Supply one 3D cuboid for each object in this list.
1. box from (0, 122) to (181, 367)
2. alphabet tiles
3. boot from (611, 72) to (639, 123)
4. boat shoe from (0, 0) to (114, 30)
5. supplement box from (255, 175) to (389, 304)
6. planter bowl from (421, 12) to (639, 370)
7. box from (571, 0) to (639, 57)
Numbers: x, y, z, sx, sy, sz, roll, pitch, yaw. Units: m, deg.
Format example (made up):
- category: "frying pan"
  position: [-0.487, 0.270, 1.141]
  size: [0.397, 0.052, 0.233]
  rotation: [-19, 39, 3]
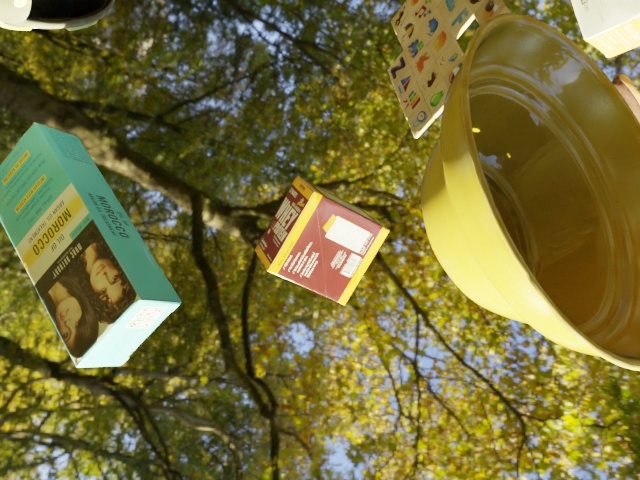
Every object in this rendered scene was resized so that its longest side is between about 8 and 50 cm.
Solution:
- category: "box"
  position: [-0.246, 0.002, 0.665]
  size: [0.100, 0.060, 0.244]
  rotation: [-45, -115, 15]
- category: "alphabet tiles"
  position: [0.163, -0.288, 0.920]
  size: [0.198, 0.009, 0.237]
  rotation: [-49, -141, 36]
- category: "boot"
  position: [0.658, -0.243, 1.534]
  size: [0.207, 0.248, 0.090]
  rotation: [-25, -151, 17]
- category: "boat shoe"
  position: [-0.284, -0.241, 0.573]
  size: [0.305, 0.091, 0.109]
  rotation: [-54, 149, -74]
- category: "supplement box"
  position: [0.000, 0.000, 1.395]
  size: [0.191, 0.194, 0.129]
  rotation: [-60, -155, 9]
- category: "planter bowl"
  position: [0.128, -0.019, 0.405]
  size: [0.090, 0.217, 0.217]
  rotation: [-29, -127, 46]
- category: "box"
  position: [0.659, -0.498, 1.211]
  size: [0.345, 0.215, 0.168]
  rotation: [-19, -97, 35]
